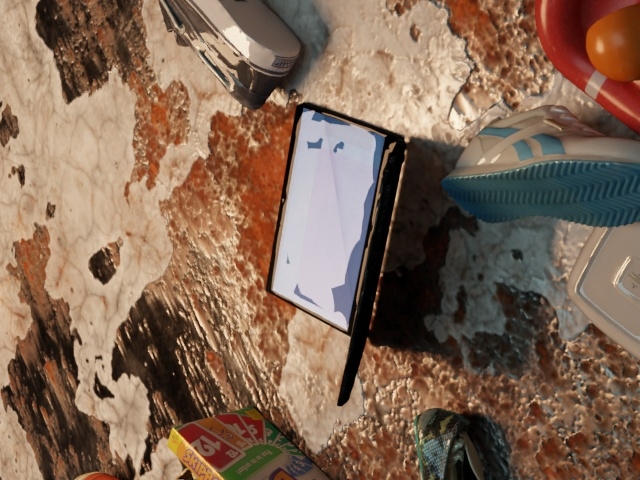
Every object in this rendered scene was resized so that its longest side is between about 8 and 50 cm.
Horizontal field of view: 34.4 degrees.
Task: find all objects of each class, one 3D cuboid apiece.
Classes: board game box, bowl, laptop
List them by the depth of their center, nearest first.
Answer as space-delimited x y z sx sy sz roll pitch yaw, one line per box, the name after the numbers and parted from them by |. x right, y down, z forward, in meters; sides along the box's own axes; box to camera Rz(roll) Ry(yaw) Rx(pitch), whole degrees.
0.274 0.031 0.850 0.142 0.053 0.142 43 124 31 | bowl
0.000 0.000 1.058 0.136 0.264 0.234 12 107 6 | laptop
-0.047 0.280 1.150 0.259 0.124 0.039 39 120 35 | board game box

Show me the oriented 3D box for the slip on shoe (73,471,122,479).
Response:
-0.287 0.488 1.428 0.101 0.123 0.331 -8 85 41 | slip on shoe

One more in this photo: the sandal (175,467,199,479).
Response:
-0.108 0.292 1.266 0.240 0.088 0.079 0 64 38 | sandal

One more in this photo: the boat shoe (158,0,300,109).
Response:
-0.142 -0.272 1.195 0.301 0.108 0.102 49 125 21 | boat shoe

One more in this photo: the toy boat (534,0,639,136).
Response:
0.252 -0.150 0.777 0.231 0.151 0.151 47 125 30 | toy boat

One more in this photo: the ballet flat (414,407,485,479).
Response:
0.132 0.259 1.016 0.070 0.070 0.188 -4 96 45 | ballet flat

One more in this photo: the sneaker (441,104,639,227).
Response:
0.200 -0.069 0.860 0.228 0.087 0.092 6 58 54 | sneaker
